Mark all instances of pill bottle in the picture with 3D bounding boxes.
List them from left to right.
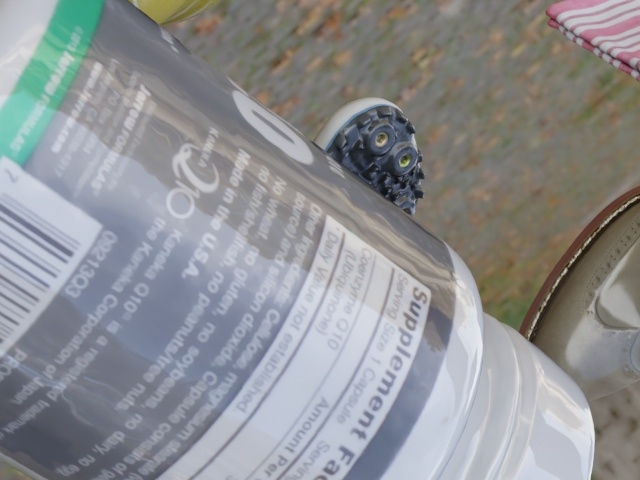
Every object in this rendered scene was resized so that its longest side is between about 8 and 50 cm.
[{"bbox_3d":[-0.054,0.042,0.730,0.204,0.361,0.204,-41,-153,26],"label":"pill bottle"}]

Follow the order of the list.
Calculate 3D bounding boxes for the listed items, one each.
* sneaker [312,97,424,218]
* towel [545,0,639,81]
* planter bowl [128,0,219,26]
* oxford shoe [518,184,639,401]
[{"bbox_3d":[0.000,0.000,0.904,0.085,0.086,0.237,-16,145,-24],"label":"sneaker"},{"bbox_3d":[0.341,-0.210,1.542,0.144,0.197,0.029,-25,134,-26],"label":"towel"},{"bbox_3d":[-0.133,-0.155,0.764,0.217,0.217,0.090,124,-15,-60],"label":"planter bowl"},{"bbox_3d":[0.294,0.010,1.127,0.348,0.123,0.130,-40,-161,7],"label":"oxford shoe"}]
